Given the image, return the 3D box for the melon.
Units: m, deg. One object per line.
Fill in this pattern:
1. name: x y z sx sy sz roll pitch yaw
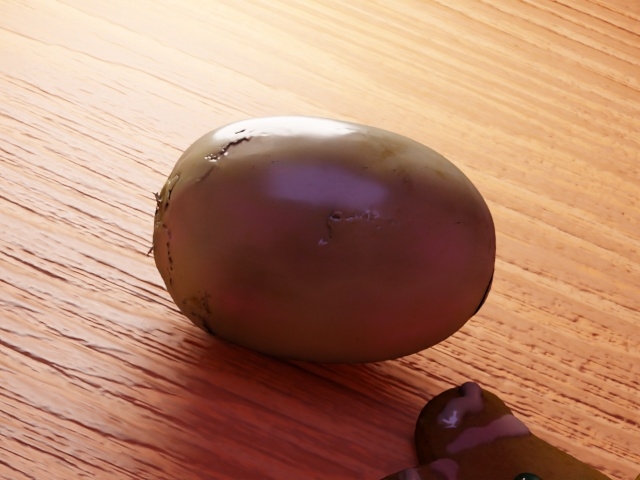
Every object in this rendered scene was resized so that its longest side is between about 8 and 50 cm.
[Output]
1. melon: 0.000 0.000 1.734 0.317 0.223 0.223 9 38 -14

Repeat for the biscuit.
1. biscuit: 0.261 0.264 1.644 0.432 0.064 0.283 26 37 9
